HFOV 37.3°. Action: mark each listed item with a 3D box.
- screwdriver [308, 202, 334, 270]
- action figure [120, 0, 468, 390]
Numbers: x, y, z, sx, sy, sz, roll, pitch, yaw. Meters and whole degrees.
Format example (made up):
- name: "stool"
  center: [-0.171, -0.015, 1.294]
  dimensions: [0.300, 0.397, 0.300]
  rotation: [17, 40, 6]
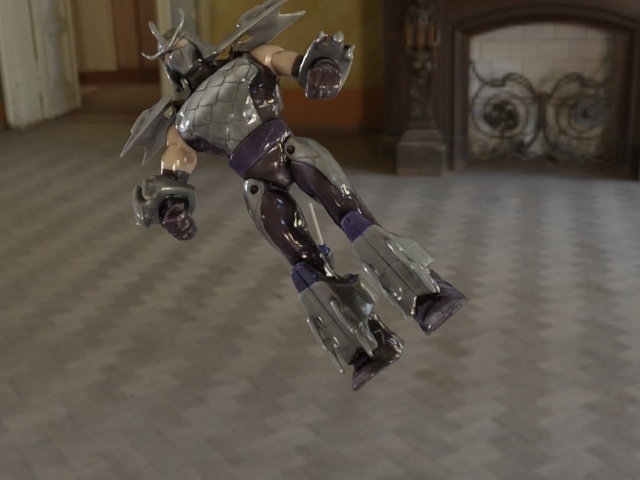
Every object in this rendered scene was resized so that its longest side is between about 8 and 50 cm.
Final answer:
- name: "screwdriver"
  center: [0.000, 0.000, 1.277]
  dimensions: [0.024, 0.170, 0.025]
  rotation: [-15, 61, 0]
- name: "action figure"
  center: [-0.025, -0.044, 0.627]
  dimensions: [0.185, 0.285, 0.099]
  rotation: [-42, -9, 23]
